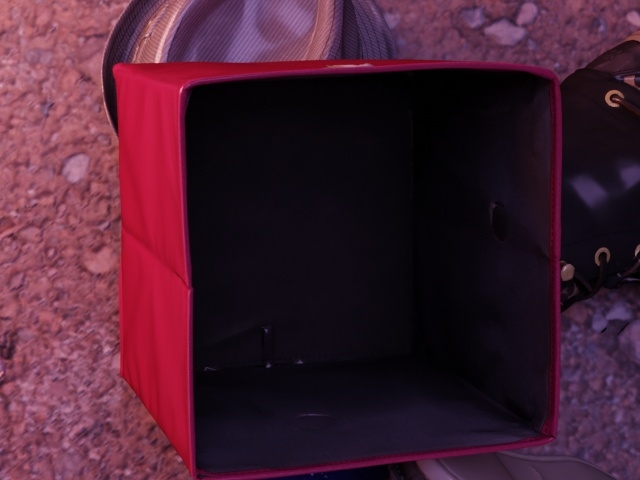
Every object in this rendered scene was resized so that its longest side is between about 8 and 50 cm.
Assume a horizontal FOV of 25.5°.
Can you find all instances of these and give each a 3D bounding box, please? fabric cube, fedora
[{"bbox_3d":[0.000,0.000,0.998,0.254,0.258,0.259,-4,100,-17],"label":"fabric cube"},{"bbox_3d":[-0.053,-0.157,1.177,0.244,0.124,0.275,41,72,3],"label":"fedora"}]

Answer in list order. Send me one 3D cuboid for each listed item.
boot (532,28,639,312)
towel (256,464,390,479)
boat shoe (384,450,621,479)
[{"bbox_3d":[0.265,0.019,1.168,0.284,0.138,0.377,-24,75,-16],"label":"boot"},{"bbox_3d":[0.039,0.265,1.103,0.228,0.076,0.308,-2,74,-17],"label":"towel"},{"bbox_3d":[0.165,0.225,1.079,0.335,0.095,0.112,23,24,-36],"label":"boat shoe"}]
